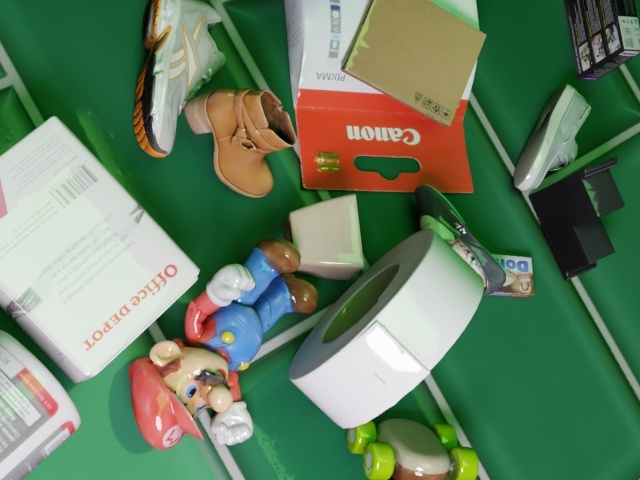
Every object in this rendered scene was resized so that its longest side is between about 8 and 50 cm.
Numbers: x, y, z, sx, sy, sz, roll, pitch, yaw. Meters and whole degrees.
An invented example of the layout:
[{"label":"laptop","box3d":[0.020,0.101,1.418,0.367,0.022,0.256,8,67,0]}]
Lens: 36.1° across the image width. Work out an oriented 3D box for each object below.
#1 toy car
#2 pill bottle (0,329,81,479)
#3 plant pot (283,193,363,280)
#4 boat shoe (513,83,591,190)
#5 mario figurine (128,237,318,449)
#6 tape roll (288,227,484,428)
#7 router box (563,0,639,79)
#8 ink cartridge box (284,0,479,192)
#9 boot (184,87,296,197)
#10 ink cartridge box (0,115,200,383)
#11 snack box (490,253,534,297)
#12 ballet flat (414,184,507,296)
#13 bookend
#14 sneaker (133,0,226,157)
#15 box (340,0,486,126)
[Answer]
[{"label":"toy car","box3d":[0.115,0.360,1.391,0.155,0.149,0.188,7,103,-17]},{"label":"pill bottle","box3d":[-0.437,0.253,1.145,0.283,0.161,0.161,-43,95,-26]},{"label":"plant pot","box3d":[0.000,0.000,1.431,0.096,0.109,0.109,-4,78,-11]},{"label":"boat shoe","box3d":[0.398,-0.163,1.648,0.081,0.079,0.227,33,63,-7]},{"label":"mario figurine","box3d":[-0.113,0.152,1.305,0.198,0.170,0.320,45,63,-8]},{"label":"tape roll","box3d":[0.087,0.117,1.331,0.100,0.286,0.286,45,65,-7]},{"label":"router box","box3d":[0.490,-0.388,1.715,0.046,0.133,0.179,-1,77,-22]},{"label":"ink cartridge box","box3d":[0.107,-0.272,1.550,0.308,0.091,0.385,0,75,-22]},{"label":"boot","box3d":[-0.087,-0.132,1.371,0.197,0.152,0.073,49,55,-37]},{"label":"ink cartridge box","box3d":[-0.331,0.017,1.274,0.283,0.117,0.207,48,64,-5]},{"label":"snack box","box3d":[0.257,0.053,1.564,0.178,0.022,0.064,5,72,-21]},{"label":"ballet flat","box3d":[0.203,0.006,1.507,0.074,0.074,0.203,-42,92,-26]},{"label":"bookend","box3d":[0.435,-0.033,1.587,0.072,0.157,0.156,-20,84,-25]},{"label":"sneaker","box3d":[-0.195,-0.241,1.414,0.121,0.099,0.262,11,74,-24]},{"label":"box","box3d":[0.148,-0.294,1.528,0.201,0.021,0.164,25,83,-21]}]
